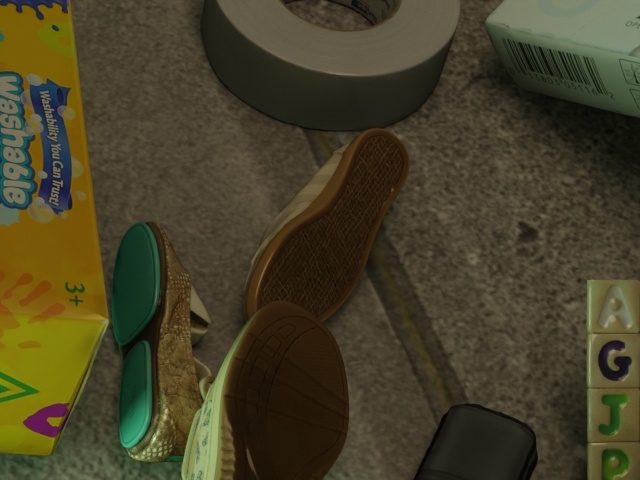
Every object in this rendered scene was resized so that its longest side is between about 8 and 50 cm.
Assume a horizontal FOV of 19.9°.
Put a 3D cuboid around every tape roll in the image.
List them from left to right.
[{"bbox_3d":[0.008,-0.197,1.582,0.219,0.072,0.219,6,50,-7],"label":"tape roll"}]

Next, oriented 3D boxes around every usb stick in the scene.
[{"bbox_3d":[0.078,0.225,1.262,0.077,0.045,0.278,25,50,7],"label":"usb stick"}]

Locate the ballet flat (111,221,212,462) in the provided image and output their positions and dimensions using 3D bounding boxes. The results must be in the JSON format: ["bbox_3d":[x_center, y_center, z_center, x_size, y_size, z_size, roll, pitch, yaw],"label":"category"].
[{"bbox_3d":[-0.114,0.078,1.340,0.067,0.073,0.206,23,46,-31],"label":"ballet flat"}]

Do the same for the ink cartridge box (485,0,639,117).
[{"bbox_3d":[0.373,-0.256,1.546,0.308,0.091,0.385,20,62,47],"label":"ink cartridge box"}]

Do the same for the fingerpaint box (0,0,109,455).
[{"bbox_3d":[-0.363,-0.083,1.290,0.371,0.163,0.444,7,46,-21],"label":"fingerpaint box"}]

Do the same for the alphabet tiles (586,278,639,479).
[{"bbox_3d":[0.309,0.127,1.345,0.237,0.009,0.198,0,88,-13],"label":"alphabet tiles"}]

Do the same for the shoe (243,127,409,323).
[{"bbox_3d":[0.000,0.000,1.433,0.076,0.058,0.219,46,54,-14],"label":"shoe"}]

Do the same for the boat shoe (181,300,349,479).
[{"bbox_3d":[-0.055,0.165,1.245,0.105,0.089,0.285,34,46,-19],"label":"boat shoe"}]
